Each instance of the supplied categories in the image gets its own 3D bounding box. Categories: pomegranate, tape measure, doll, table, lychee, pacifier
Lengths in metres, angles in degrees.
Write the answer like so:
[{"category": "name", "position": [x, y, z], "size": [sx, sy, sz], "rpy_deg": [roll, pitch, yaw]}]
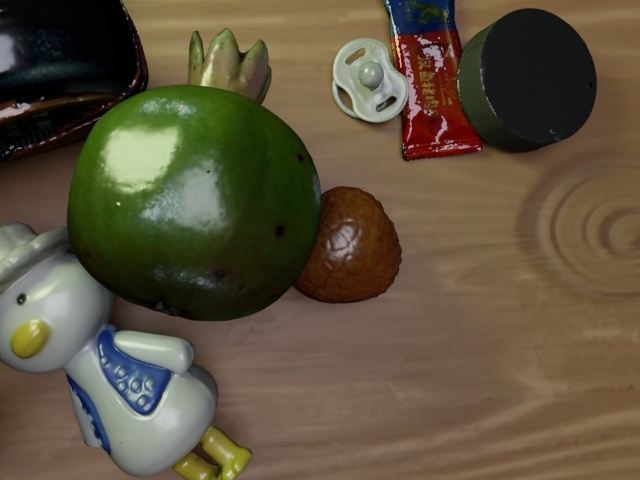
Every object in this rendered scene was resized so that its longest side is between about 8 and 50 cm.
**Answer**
[{"category": "pomegranate", "position": [-0.085, -0.053, 0.486], "size": [0.187, 0.187, 0.225], "rpy_deg": [10, 70, -8]}, {"category": "tape measure", "position": [-0.247, -0.128, 0.492], "size": [0.223, 0.202, 0.135], "rpy_deg": [-20, 91, -18]}, {"category": "doll", "position": [-0.179, 0.094, 0.526], "size": [0.138, 0.119, 0.293], "rpy_deg": [-41, 94, 24]}, {"category": "table", "position": [0.202, -0.155, 0.639], "size": [0.134, 0.043, 0.133], "rpy_deg": [1, 86, -18]}, {"category": "lychee", "position": [0.004, 0.005, 0.572], "size": [0.140, 0.114, 0.101], "rpy_deg": [12, 59, -25]}, {"category": "pacifier", "position": [0.043, -0.150, 0.612], "size": [0.068, 0.064, 0.083], "rpy_deg": [-32, 90, 7]}]

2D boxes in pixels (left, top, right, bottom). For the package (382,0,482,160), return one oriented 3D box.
[{"category": "package", "position": [0.107, -0.182, 0.646], "size": [0.083, 0.022, 0.200], "rpy_deg": [-8, 88, -10]}]
